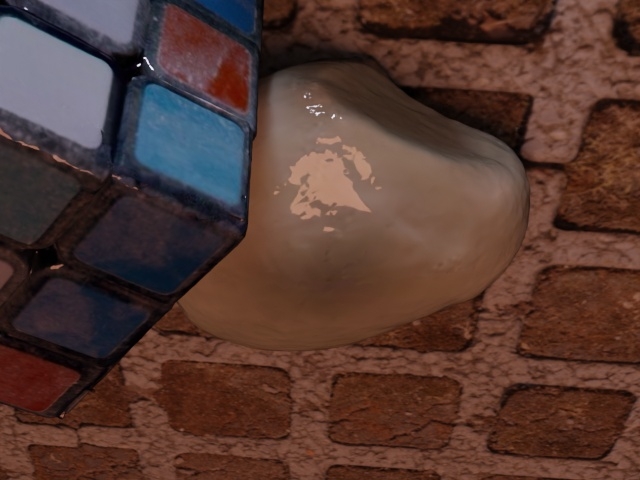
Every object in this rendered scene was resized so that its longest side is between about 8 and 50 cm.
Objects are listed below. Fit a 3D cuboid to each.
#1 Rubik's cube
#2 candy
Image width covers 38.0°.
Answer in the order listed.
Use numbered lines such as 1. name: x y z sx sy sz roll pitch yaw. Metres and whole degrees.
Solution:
1. Rubik's cube: -0.278 -0.108 0.796 0.363 0.359 0.362 23 133 -29
2. candy: 0.000 0.000 1.023 0.386 0.186 0.427 31 134 -30
